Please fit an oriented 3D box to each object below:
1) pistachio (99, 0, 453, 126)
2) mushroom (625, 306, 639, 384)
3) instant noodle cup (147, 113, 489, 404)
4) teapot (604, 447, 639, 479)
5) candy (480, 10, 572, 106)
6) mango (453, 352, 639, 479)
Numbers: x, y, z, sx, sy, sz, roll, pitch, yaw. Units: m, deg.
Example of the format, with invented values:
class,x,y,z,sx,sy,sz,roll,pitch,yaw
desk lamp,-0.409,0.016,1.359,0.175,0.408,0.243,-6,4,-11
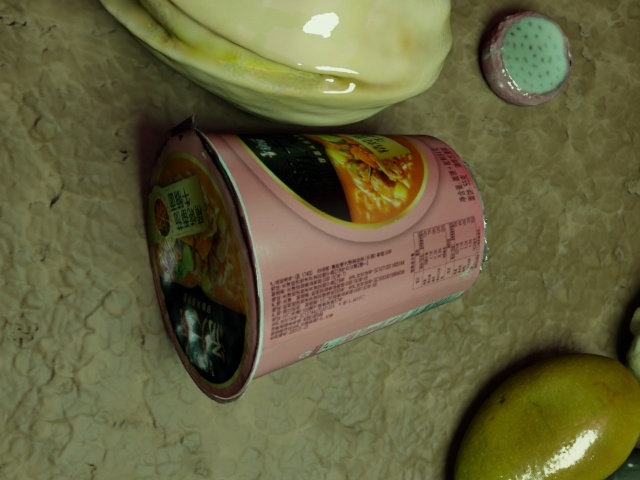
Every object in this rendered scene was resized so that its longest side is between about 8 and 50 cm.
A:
class,x,y,z,sx,sy,sz,roll,pitch,yaw
pistachio,-0.038,-0.217,0.791,0.321,0.229,0.238,22,40,-3
mushroom,0.395,0.105,0.979,0.148,0.112,0.148,-35,140,-37
instant noodle cup,0.000,0.000,0.803,0.255,0.244,0.244,-12,91,-29
teapot,0.318,0.346,0.916,0.183,0.183,0.251,39,88,-13
candy,0.222,-0.196,0.974,0.103,0.043,0.103,2,86,-22
mango,0.226,0.200,0.913,0.227,0.099,0.136,-37,63,-8
